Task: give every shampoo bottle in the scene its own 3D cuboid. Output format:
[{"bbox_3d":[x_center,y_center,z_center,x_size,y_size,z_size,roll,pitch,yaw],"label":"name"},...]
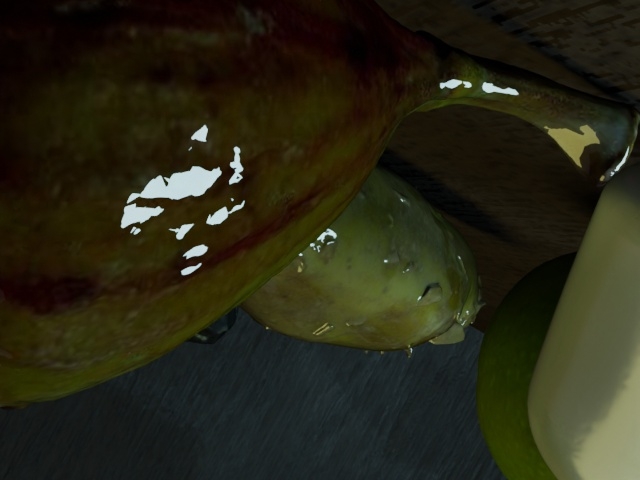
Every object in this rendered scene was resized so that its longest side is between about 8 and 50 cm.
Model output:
[{"bbox_3d":[0.137,0.071,0.805,0.108,0.051,0.221,31,135,17],"label":"shampoo bottle"}]

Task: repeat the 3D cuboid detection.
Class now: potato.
[{"bbox_3d":[0.000,0.000,1.363,0.296,0.141,0.191,27,-179,-38],"label":"potato"}]

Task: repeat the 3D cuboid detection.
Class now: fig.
[{"bbox_3d":[-0.036,-0.049,0.665,0.320,0.217,0.217,1,-170,-26],"label":"fig"}]

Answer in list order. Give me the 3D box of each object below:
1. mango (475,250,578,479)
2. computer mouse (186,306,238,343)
[{"bbox_3d":[0.198,0.093,0.925,0.192,0.156,0.343,30,172,-29],"label":"mango"},{"bbox_3d":[-0.094,-0.008,0.908,0.105,0.062,0.192,16,162,31],"label":"computer mouse"}]
